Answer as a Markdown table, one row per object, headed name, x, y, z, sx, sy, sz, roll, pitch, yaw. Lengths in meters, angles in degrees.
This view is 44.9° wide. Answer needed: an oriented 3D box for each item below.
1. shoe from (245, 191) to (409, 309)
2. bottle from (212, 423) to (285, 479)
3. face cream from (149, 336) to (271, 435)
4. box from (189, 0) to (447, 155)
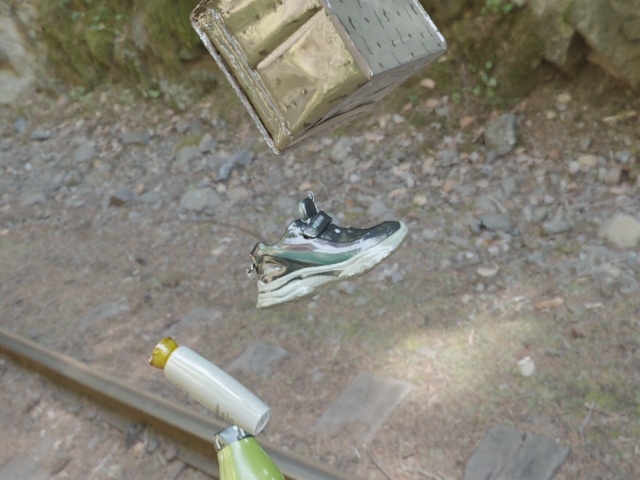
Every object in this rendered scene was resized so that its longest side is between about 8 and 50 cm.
| name | x | y | z | sx | sy | sz | roll | pitch | yaw |
| --- | --- | --- | --- | --- | --- | --- | --- | --- | --- |
| shoe | 0.000 | 0.000 | 0.771 | 0.169 | 0.099 | 0.071 | -24 | -8 | 0 |
| bottle | -0.104 | 0.429 | 1.280 | 0.112 | 0.112 | 0.260 | -25 | 65 | -4 |
| face cream | -0.151 | 0.197 | 1.054 | 0.182 | 0.072 | 0.051 | 31 | 59 | 18 |
| box | 0.009 | -0.291 | 1.095 | 0.190 | 0.225 | 0.297 | -32 | 3 | 33 |
